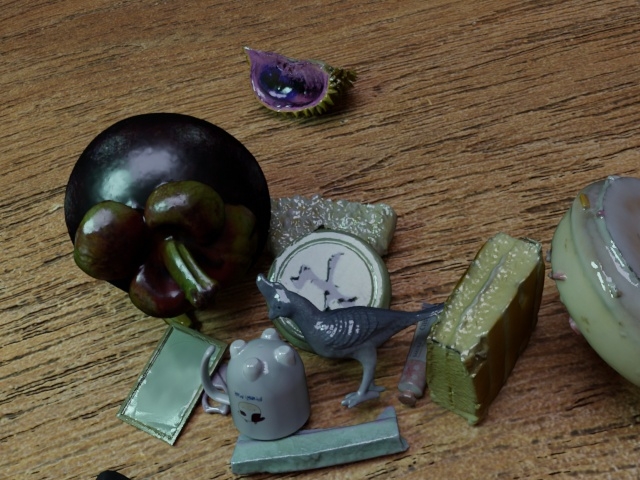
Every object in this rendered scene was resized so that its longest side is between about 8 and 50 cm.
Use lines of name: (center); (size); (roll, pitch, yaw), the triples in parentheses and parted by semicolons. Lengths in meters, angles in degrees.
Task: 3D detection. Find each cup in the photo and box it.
cup: (-0.103, 0.224, 1.226); (0.134, 0.142, 0.173); (-29, 36, -33)

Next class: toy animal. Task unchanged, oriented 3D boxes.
toy animal: (0.071, 0.169, 1.207); (0.367, 0.081, 0.206); (5, 84, -11)

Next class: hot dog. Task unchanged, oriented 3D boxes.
hot dog: (-0.296, 0.140, 1.446); (0.044, 0.028, 0.137); (-39, 51, -18)

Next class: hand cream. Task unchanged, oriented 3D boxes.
hand cream: (0.182, 0.192, 1.280); (0.067, 0.043, 0.210); (7, 48, 24)

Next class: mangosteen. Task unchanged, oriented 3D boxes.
mangosteen: (-0.281, -0.029, 1.350); (0.382, 0.382, 0.435); (-9, 40, 7)

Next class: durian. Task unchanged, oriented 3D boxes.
durian: (-0.033, -0.379, 1.751); (0.186, 0.154, 0.260); (-25, 39, -37)

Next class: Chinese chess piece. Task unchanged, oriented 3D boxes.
Chinese chess piece: (0.011, 0.090, 1.321); (0.238, 0.092, 0.238); (-2, 75, 6)

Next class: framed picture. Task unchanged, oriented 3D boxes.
framed picture: (-0.269, 0.255, 1.336); (0.136, 0.010, 0.201); (17, 67, 26)

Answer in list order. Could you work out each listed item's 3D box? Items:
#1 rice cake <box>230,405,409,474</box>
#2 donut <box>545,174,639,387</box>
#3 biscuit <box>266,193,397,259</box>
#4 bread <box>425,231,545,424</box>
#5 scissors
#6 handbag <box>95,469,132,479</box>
rice cake: (-0.003, 0.332, 1.204); (0.290, 0.051, 0.081); (-10, 39, 2)
donut: (0.507, 0.077, 1.127); (0.382, 0.142, 0.382); (21, 47, -24)
biscuit: (0.000, 0.000, 1.456); (0.281, 0.084, 0.179); (8, 58, 22)
bread: (0.261, 0.139, 1.166); (0.111, 0.246, 0.239); (24, 60, 27)
scissors: (-0.196, 0.228, 1.355); (0.110, 0.021, 0.212); (-29, 51, -13)
handbag: (-0.305, 0.544, 1.050); (0.288, 0.152, 0.342); (29, 63, 18)
